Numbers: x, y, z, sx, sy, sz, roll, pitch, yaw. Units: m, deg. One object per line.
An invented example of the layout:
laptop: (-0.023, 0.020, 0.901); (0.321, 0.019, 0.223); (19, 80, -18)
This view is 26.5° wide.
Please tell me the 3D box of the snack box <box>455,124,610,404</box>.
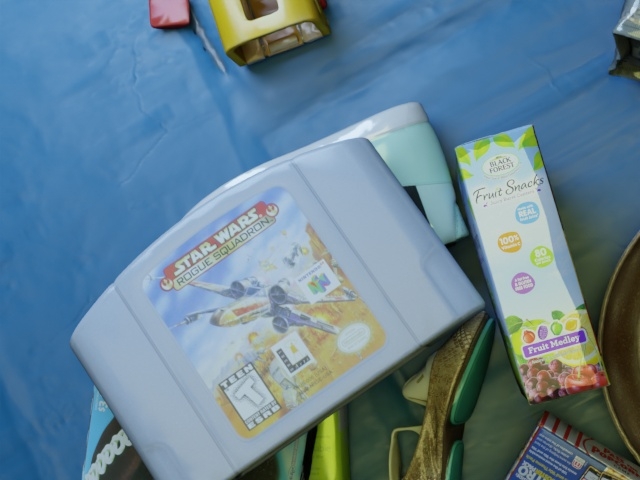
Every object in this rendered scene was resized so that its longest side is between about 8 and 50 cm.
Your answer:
snack box: (0.167, 0.023, 1.105); (0.070, 0.174, 0.207); (-15, 84, 5)

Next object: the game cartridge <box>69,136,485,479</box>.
game cartridge: (-0.044, 0.058, 1.094); (0.297, 0.062, 0.198); (-35, 83, 1)

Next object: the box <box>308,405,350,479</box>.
box: (-0.032, 0.128, 1.193); (0.109, 0.042, 0.178); (-2, 90, 12)

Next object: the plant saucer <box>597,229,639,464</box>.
plant saucer: (0.385, 0.088, 1.117); (0.310, 0.050, 0.311); (1, 93, 12)

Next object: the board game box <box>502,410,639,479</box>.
board game box: (0.200, 0.263, 1.133); (0.146, 0.045, 0.193); (32, 105, 9)

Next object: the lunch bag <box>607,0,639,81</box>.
lunch bag: (0.403, -0.215, 1.081); (0.287, 0.169, 0.235); (18, 86, 13)

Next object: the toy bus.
toy bus: (-0.065, -0.257, 1.191); (0.202, 0.104, 0.191); (25, 91, 9)

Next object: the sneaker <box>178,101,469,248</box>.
sneaker: (0.000, 0.000, 1.173); (0.256, 0.094, 0.151); (-25, 83, 7)

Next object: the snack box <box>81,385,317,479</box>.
snack box: (-0.119, 0.285, 1.170); (0.187, 0.060, 0.322); (10, 100, 10)

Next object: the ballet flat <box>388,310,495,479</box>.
ballet flat: (0.096, 0.156, 1.167); (0.067, 0.073, 0.206); (12, 86, 24)
